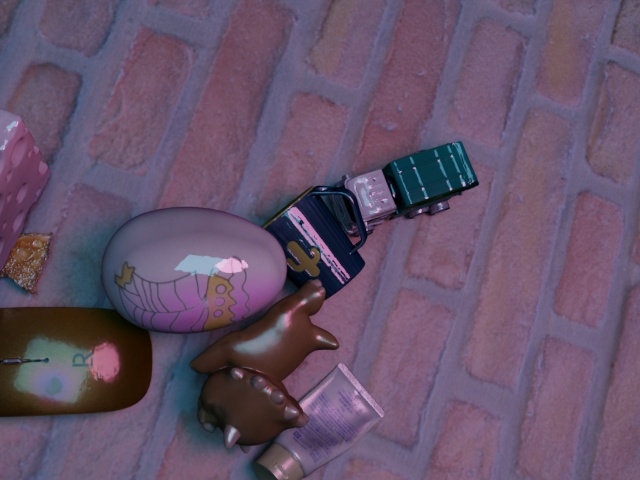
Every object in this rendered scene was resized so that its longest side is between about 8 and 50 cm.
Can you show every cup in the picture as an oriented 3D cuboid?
[{"bbox_3d":[0.000,0.000,1.297,0.176,0.131,0.155,-35,97,21],"label":"cup"}]

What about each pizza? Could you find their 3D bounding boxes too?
[{"bbox_3d":[-0.466,0.028,1.233,0.099,0.029,0.100,12,74,-4],"label":"pizza"}]

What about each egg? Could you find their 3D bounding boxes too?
[{"bbox_3d":[-0.189,0.047,1.206,0.271,0.196,0.196,11,76,3],"label":"egg"}]

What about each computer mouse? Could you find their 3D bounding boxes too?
[{"bbox_3d":[-0.407,0.180,1.194,0.311,0.072,0.158,1,77,-14],"label":"computer mouse"}]

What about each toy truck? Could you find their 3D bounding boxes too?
[{"bbox_3d":[0.150,-0.093,1.370,0.253,0.124,0.114,-19,82,-19],"label":"toy truck"}]

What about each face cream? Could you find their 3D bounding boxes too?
[{"bbox_3d":[-0.004,0.306,1.288,0.224,0.070,0.114,-40,89,-30],"label":"face cream"}]

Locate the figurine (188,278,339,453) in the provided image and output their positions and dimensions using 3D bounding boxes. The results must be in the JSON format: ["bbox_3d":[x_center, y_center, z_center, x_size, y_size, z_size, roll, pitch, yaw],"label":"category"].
[{"bbox_3d":[-0.070,0.208,1.219,0.247,0.177,0.173,-30,71,-22],"label":"figurine"}]

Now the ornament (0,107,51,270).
[{"bbox_3d":[-0.549,-0.075,1.105,0.239,0.240,0.239,23,74,-3],"label":"ornament"}]
